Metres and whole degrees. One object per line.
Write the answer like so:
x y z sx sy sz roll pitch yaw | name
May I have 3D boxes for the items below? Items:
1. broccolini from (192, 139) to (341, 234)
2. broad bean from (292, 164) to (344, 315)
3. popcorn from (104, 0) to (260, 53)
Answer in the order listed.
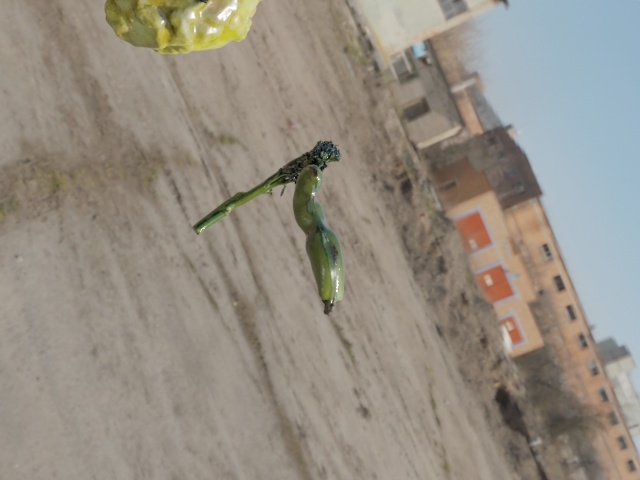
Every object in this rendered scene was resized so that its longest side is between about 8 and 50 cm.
-0.087 -0.071 1.270 0.062 0.271 0.123 60 10 -3 | broccolini
0.000 0.000 1.153 0.070 0.048 0.214 -19 -98 62 | broad bean
-0.186 -0.361 1.084 0.266 0.233 0.192 12 15 -37 | popcorn
